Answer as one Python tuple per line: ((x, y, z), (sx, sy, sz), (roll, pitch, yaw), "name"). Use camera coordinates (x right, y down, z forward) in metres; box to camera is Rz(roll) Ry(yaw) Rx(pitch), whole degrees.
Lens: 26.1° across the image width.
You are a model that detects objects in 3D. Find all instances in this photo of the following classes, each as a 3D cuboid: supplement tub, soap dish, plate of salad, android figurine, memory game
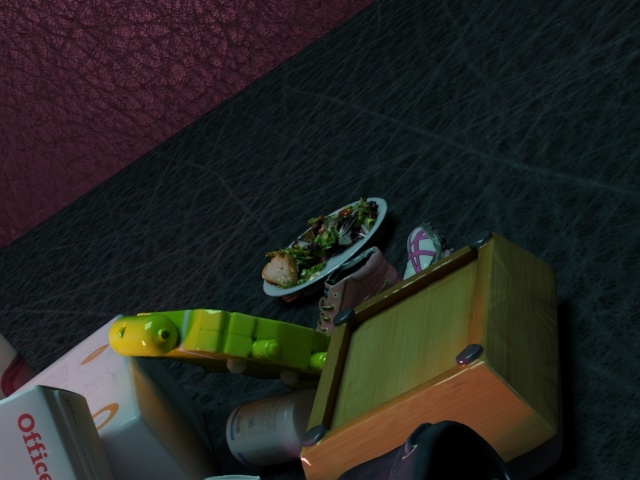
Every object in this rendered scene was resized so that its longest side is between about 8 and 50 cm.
((-0.039, 0.193, 1.420), (0.107, 0.071, 0.071), (-18, 26, 44), "supplement tub")
((0.102, 0.125, 1.245), (0.229, 0.118, 0.291), (-30, 18, 21), "soap dish")
((0.000, 0.000, 1.826), (0.200, 0.048, 0.200), (-33, 17, 12), "plate of salad")
((-0.086, 0.114, 1.433), (0.273, 0.248, 0.056), (-4, 73, 57), "android figurine")
((0.013, 0.019, 1.853), (0.186, 0.012, 0.186), (-33, 18, 12), "memory game")

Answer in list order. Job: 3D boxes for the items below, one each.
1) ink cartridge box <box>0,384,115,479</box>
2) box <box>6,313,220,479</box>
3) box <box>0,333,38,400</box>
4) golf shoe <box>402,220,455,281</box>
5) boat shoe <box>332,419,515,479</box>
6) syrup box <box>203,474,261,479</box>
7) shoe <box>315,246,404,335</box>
((-0.303, 0.252, 1.229), (0.233, 0.171, 0.168), (-22, -9, -1), "ink cartridge box")
((-0.243, 0.250, 1.504), (0.215, 0.168, 0.345), (-37, 17, 0), "box")
((-0.406, 0.234, 1.744), (0.148, 0.232, 0.127), (-11, 32, 53), "box")
((0.115, 0.036, 1.527), (0.086, 0.067, 0.186), (-37, 18, 4), "golf shoe")
((0.100, 0.241, 0.861), (0.156, 0.187, 0.500), (-42, 12, 4), "boat shoe")
((-0.118, 0.322, 1.209), (0.096, 0.093, 0.237), (-14, 29, 51), "syrup box")
((0.017, 0.086, 1.563), (0.178, 0.081, 0.063), (-38, 18, -3), "shoe")
